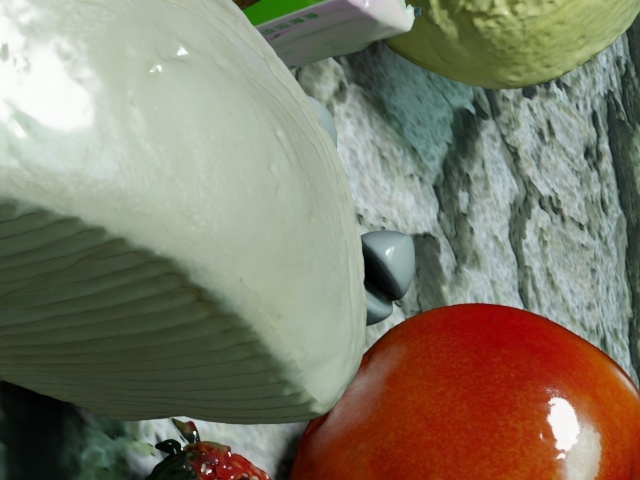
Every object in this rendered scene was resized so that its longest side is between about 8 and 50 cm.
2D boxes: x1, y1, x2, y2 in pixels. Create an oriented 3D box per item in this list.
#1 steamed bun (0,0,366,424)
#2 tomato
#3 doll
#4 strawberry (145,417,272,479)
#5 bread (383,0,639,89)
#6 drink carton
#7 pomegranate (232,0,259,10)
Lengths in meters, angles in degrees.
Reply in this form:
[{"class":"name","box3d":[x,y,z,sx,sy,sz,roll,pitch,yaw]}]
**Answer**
[{"class":"steamed bun","box3d":[-0.136,-0.049,0.811,0.383,0.247,0.236,33,56,-44]},{"class":"tomato","box3d":[0.105,0.178,1.112,0.226,0.298,0.298,39,34,5]},{"class":"doll","box3d":[-0.014,-0.015,1.113,0.195,0.153,0.258,45,8,2]},{"class":"strawberry","box3d":[-0.069,0.219,0.972,0.140,0.085,0.192,37,49,-48]},{"class":"bread","box3d":[0.164,-0.304,1.334,0.320,0.320,0.237,-72,146,-42]},{"class":"drink carton","box3d":[-0.027,-0.282,1.171,0.108,0.161,0.271,13,66,-56]},{"class":"pomegranate","box3d":[-0.108,-0.264,0.943,0.281,0.281,0.281,30,53,-50]}]
